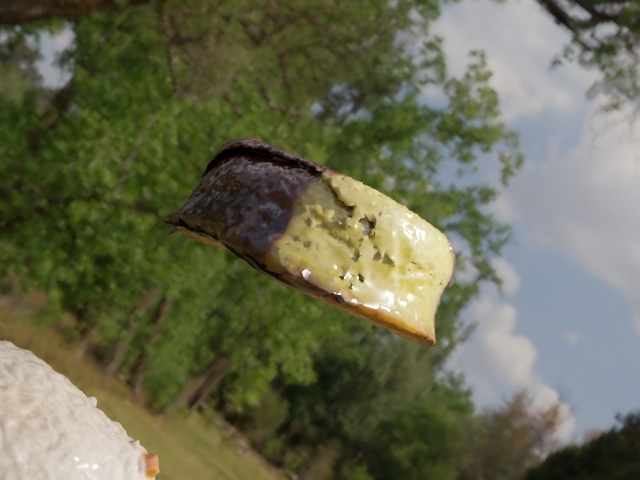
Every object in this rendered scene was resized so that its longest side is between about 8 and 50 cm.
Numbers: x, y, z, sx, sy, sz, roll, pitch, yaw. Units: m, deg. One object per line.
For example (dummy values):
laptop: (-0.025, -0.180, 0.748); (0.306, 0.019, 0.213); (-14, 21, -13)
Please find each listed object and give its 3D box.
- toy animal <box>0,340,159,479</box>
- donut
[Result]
toy animal: (-0.322, 0.191, 1.091); (0.188, 0.358, 0.227); (113, -29, -63)
donut: (0.000, 0.000, 0.593); (0.140, 0.059, 0.140); (26, -3, 2)
